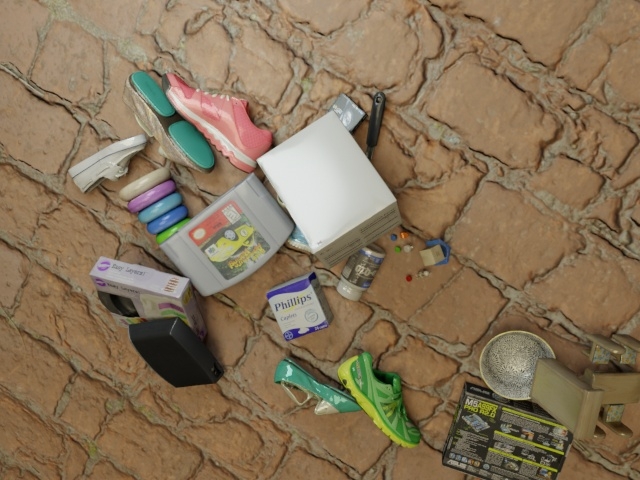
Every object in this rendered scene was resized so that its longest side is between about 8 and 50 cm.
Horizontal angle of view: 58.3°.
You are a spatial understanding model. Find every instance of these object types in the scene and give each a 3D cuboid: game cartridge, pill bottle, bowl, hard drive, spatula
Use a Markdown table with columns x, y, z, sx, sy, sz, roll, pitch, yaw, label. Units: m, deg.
| x | y | z | sx | sy | sz | roll | pitch | yaw | label |
| --- | --- | --- | --- | --- | --- | --- | --- | --- | --- |
| -0.219 | -0.003 | 1.407 | 0.294 | 0.060 | 0.196 | -38 | 109 | 4 | game cartridge |
| 0.096 | 0.073 | 1.395 | 0.078 | 0.078 | 0.137 | 27 | 107 | 7 | pill bottle |
| 0.461 | 0.279 | 1.350 | 0.170 | 0.080 | 0.170 | 3 | 103 | 13 | bowl |
| -0.381 | 0.303 | 1.511 | 0.172 | 0.054 | 0.254 | -10 | 132 | 19 | hard drive |
| 0.112 | -0.202 | 1.355 | 0.084 | 0.030 | 0.296 | 16 | 105 | 20 | spatula |

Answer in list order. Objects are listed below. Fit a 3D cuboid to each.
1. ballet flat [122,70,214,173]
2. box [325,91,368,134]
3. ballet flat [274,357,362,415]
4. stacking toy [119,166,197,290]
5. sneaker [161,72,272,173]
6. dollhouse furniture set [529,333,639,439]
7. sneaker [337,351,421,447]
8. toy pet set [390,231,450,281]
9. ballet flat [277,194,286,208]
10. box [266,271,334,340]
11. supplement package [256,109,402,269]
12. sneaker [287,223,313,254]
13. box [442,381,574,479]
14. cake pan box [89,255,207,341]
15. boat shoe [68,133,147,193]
| x | y | z | sx | sy | sz | roll | pitch | yaw | label |
| --- | --- | --- | --- | --- | --- | --- | --- | --- | --- |
| -0.384 | -0.276 | 1.438 | 0.106 | 0.107 | 0.316 | -39 | 86 | 38 | ballet flat |
| 0.060 | -0.295 | 1.342 | 0.083 | 0.018 | 0.067 | 48 | 109 | 19 | box |
| -0.015 | 0.402 | 1.488 | 0.247 | 0.083 | 0.087 | 28 | 68 | 10 | ballet flat |
| -0.372 | -0.015 | 1.475 | 0.141 | 0.141 | 0.330 | -25 | 101 | 18 | stacking toy |
| -0.244 | -0.310 | 1.395 | 0.314 | 0.116 | 0.136 | 44 | 95 | -3 | sneaker |
| 0.611 | 0.332 | 1.238 | 0.242 | 0.161 | 0.212 | 2 | 104 | -16 | dollhouse furniture set |
| 0.169 | 0.400 | 1.428 | 0.123 | 0.109 | 0.295 | -41 | 104 | -5 | sneaker |
| 0.246 | 0.026 | 1.371 | 0.114 | 0.065 | 0.122 | -15 | 97 | 52 | toy pet set |
| 0.018 | -0.086 | 1.383 | 0.248 | 0.086 | 0.086 | 9 | 104 | 16 | ballet flat |
| -0.052 | 0.167 | 1.457 | 0.126 | 0.072 | 0.137 | -22 | 96 | 17 | box |
| 0.023 | -0.109 | 1.261 | 0.204 | 0.145 | 0.262 | -33 | 69 | 2 | supplement package |
| 0.000 | 0.000 | 1.412 | 0.162 | 0.063 | 0.073 | 21 | 103 | 8 | sneaker |
| 0.458 | 0.493 | 1.410 | 0.270 | 0.060 | 0.216 | 15 | 105 | 10 | box |
| -0.443 | 0.162 | 1.488 | 0.267 | 0.070 | 0.245 | 14 | 140 | 11 | cake pan box |
| -0.540 | -0.198 | 1.494 | 0.258 | 0.095 | 0.084 | -21 | 102 | 28 | boat shoe |
